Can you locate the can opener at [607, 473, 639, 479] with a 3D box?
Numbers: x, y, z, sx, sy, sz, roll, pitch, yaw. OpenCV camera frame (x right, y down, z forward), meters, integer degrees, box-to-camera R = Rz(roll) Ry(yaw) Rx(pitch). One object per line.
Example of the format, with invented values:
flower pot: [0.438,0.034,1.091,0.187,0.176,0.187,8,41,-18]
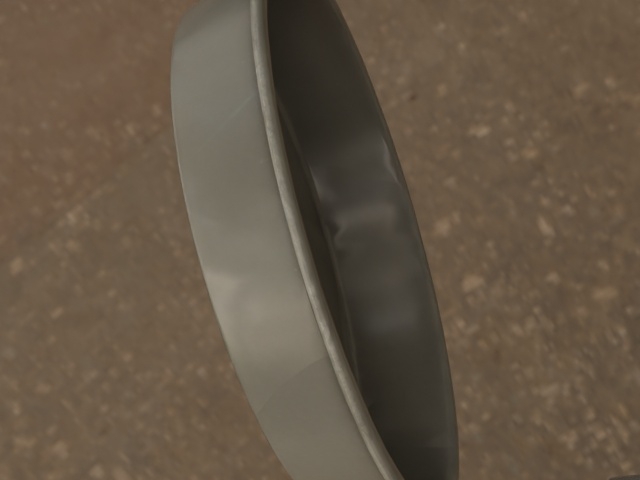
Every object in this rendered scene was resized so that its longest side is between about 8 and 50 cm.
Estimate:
can opener: [0.284,0.147,0.917,0.284,0.095,0.076,-3,11,-13]

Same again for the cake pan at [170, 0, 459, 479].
cake pan: [0.000,0.000,0.836,0.054,0.293,0.293,-16,48,12]
